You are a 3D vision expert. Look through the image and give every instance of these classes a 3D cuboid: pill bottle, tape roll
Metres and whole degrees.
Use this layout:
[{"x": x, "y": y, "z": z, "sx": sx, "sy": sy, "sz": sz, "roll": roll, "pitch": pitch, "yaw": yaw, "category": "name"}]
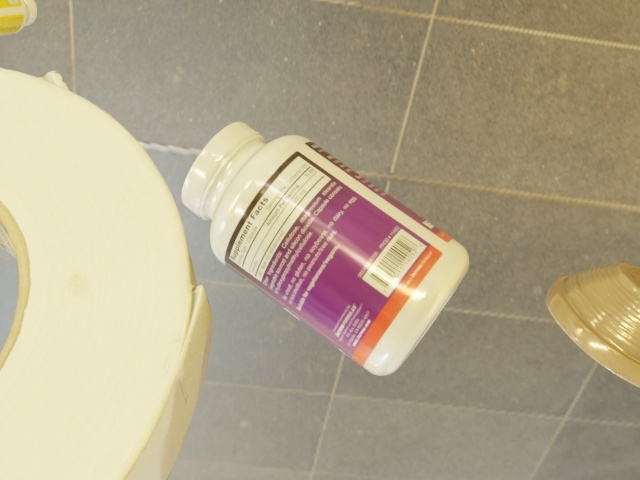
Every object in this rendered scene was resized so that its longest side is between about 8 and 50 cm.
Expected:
[{"x": -0.454, "y": -0.320, "z": 1.144, "sx": 0.065, "sy": 0.116, "sz": 0.065, "roll": 8, "pitch": 111, "yaw": 21, "category": "pill bottle"}, {"x": -0.261, "y": 0.055, "z": 0.473, "sx": 0.392, "sy": 0.392, "sz": 0.072, "roll": 0, "pitch": 146, "yaw": 0, "category": "tape roll"}, {"x": 0.000, "y": 0.000, "z": 0.960, "sx": 0.323, "sy": 0.181, "sz": 0.181, "roll": 36, "pitch": 128, "yaw": 11, "category": "pill bottle"}]

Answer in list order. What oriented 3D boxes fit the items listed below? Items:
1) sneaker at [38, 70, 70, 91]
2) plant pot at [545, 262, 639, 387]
[{"x": -0.385, "y": -0.109, "z": 1.213, "sx": 0.115, "sy": 0.281, "sz": 0.105, "roll": -25, "pitch": 166, "yaw": -16, "category": "sneaker"}, {"x": 0.473, "y": 0.112, "z": 1.242, "sx": 0.237, "sy": 0.237, "sz": 0.110, "roll": 24, "pitch": 115, "yaw": -19, "category": "plant pot"}]
